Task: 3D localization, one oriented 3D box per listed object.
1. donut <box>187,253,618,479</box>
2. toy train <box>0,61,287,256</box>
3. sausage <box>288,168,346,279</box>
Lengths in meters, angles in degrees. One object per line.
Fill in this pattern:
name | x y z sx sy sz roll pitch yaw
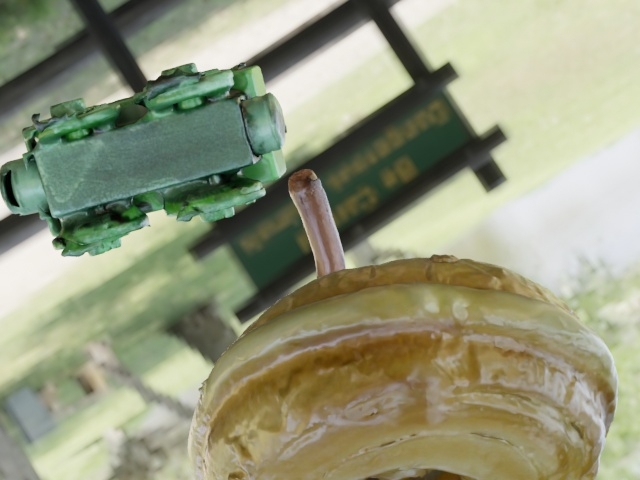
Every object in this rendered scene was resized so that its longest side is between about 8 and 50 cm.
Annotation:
donut | 0.077 0.186 1.771 0.448 0.198 0.449 -3 143 -2
toy train | -0.143 -0.073 1.542 0.243 0.132 0.188 -14 -173 8
sausage | -0.001 0.000 2.163 0.047 0.177 0.040 -27 -157 -31
